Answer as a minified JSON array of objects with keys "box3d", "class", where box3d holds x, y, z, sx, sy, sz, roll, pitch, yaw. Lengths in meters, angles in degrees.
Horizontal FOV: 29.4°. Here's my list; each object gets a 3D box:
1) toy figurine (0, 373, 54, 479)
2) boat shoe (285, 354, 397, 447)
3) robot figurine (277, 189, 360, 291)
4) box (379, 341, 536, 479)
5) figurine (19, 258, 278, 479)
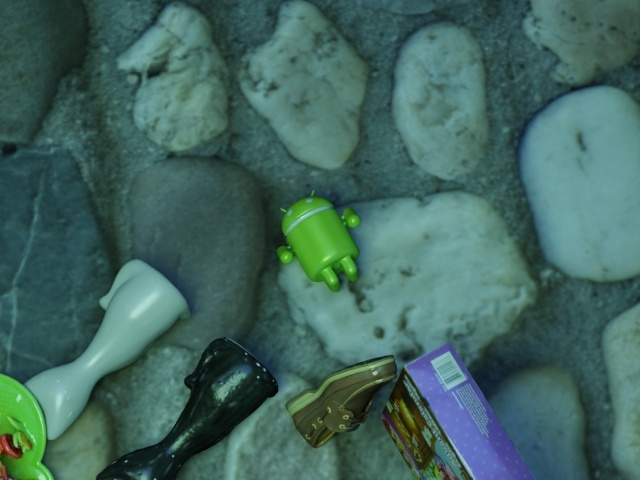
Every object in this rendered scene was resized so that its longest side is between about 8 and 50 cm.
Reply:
[{"box3d":[-0.352,0.222,1.207,0.130,0.159,0.173,-33,84,9],"class":"toy figurine"},{"box3d":[0.029,0.167,1.265,0.064,0.178,0.060,-12,73,-37],"class":"boat shoe"},{"box3d":[0.000,0.000,1.378,0.101,0.067,0.115,-30,72,-1],"class":"robot figurine"},{"box3d":[0.165,0.264,1.211,0.057,0.201,0.293,-27,72,-14],"class":"box"},{"box3d":[-0.192,0.161,1.299,0.215,0.092,0.209,41,76,13],"class":"figurine"}]
